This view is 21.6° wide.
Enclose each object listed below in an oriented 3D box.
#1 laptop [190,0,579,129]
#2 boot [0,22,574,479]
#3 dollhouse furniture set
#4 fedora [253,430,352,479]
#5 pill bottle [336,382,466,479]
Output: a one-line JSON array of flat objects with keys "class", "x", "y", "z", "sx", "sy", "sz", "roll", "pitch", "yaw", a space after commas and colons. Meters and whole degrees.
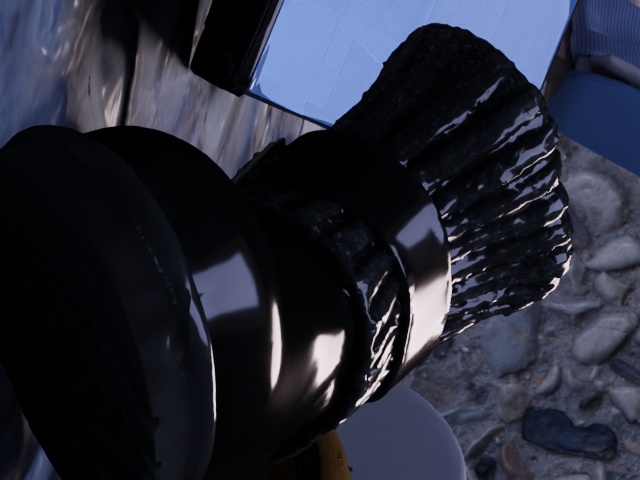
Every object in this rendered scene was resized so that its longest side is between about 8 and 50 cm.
[{"class": "laptop", "x": 0.109, "y": -0.221, "z": 0.900, "sx": 0.408, "sy": 0.236, "sz": 0.382, "roll": -135, "pitch": -113, "yaw": -80}, {"class": "boot", "x": -0.003, "y": -0.003, "z": 0.683, "sx": 0.260, "sy": 0.131, "sz": 0.348, "roll": -34, "pitch": 168, "yaw": -16}, {"class": "dollhouse furniture set", "x": 0.232, "y": -0.222, "z": 1.285, "sx": 0.198, "sy": 0.303, "sz": 0.286, "roll": -56, "pitch": -171, "yaw": 30}, {"class": "fedora", "x": -0.065, "y": 0.119, "z": 0.929, "sx": 0.079, "sy": 0.194, "sz": 0.194, "roll": -43, "pitch": -172, "yaw": 24}, {"class": "pill bottle", "x": -0.022, "y": 0.287, "z": 1.137, "sx": 0.224, "sy": 0.224, "sz": 0.392, "roll": -68, "pitch": 168, "yaw": -53}]
